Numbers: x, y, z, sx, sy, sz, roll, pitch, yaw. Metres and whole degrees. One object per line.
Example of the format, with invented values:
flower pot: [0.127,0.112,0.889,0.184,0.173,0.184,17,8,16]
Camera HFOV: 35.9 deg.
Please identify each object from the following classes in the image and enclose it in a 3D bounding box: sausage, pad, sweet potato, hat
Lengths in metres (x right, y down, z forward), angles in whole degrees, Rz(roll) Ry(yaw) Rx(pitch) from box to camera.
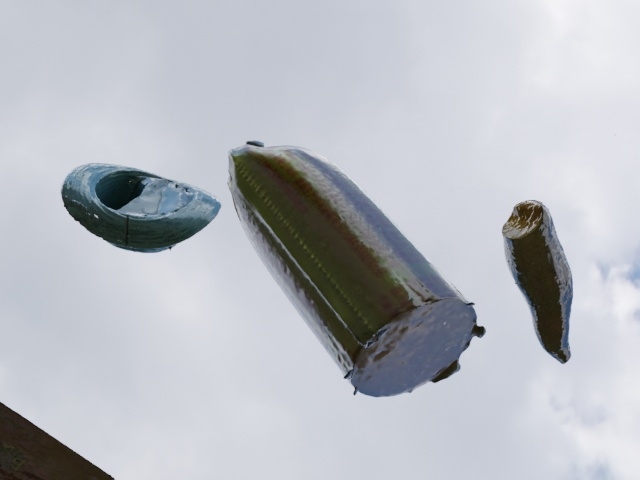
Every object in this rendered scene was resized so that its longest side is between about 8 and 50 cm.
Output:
sausage: [-0.002,0.001,0.882,0.317,0.125,0.117,49,-50,37]
pad: [-0.296,0.157,0.765,0.267,0.004,0.181,37,-53,-13]
sweet potato: [0.279,0.052,1.256,0.077,0.077,0.243,-9,-56,17]
hat: [-0.216,-0.029,1.182,0.191,0.138,0.078,16,-60,7]
